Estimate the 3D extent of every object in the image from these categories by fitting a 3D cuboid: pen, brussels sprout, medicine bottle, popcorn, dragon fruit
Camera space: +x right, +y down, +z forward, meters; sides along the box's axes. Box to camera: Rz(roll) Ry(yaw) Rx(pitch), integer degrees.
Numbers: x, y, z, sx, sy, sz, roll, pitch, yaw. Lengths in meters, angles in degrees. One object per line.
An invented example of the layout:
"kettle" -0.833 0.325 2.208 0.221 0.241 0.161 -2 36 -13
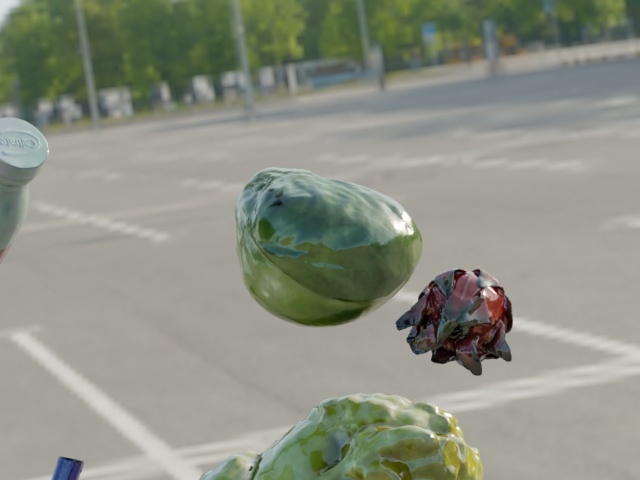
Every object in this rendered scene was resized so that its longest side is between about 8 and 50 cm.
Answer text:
"pen" -0.337 0.387 2.131 0.033 0.269 0.033 17 -8 2
"brussels sprout" -0.003 0.005 1.615 0.183 0.131 0.145 13 43 22
"medicine bottle" -0.350 -0.034 1.862 0.090 0.090 0.216 -13 -29 -40
"popcorn" 0.033 0.268 1.744 0.286 0.225 0.173 -27 40 17
"dragon fruit" 0.173 0.098 2.220 0.130 0.121 0.142 -31 15 15
